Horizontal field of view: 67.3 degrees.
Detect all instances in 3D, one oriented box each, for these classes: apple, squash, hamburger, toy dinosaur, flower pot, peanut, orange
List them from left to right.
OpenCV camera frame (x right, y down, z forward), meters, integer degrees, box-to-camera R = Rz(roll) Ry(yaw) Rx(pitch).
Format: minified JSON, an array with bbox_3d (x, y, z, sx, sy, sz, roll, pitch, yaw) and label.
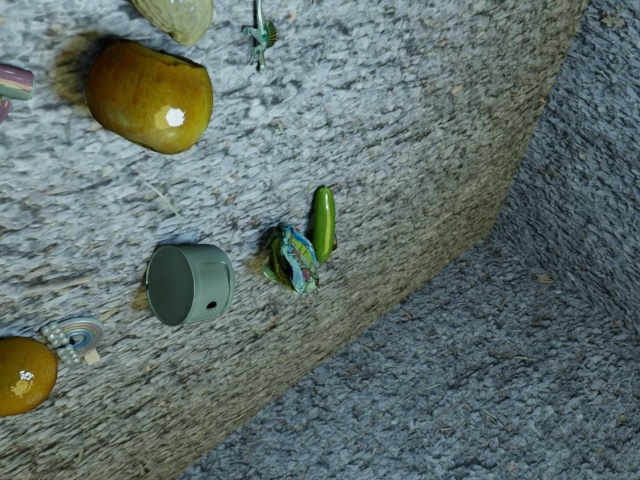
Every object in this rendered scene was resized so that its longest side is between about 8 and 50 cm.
[{"bbox_3d":[-0.752,0.333,1.180,0.206,0.206,0.206,-33,148,-24],"label":"orange"},{"bbox_3d":[-0.328,-0.287,0.951,0.237,0.237,0.207,20,90,-59],"label":"apple"},{"bbox_3d":[-0.285,-0.477,0.840,0.152,0.152,0.313,-45,151,-4],"label":"peanut"},{"bbox_3d":[-0.134,-0.486,1.138,0.106,0.044,0.187,-24,133,-57],"label":"toy dinosaur"},{"bbox_3d":[-0.115,0.074,1.644,0.150,0.260,0.276,-21,172,14],"label":"hamburger"},{"bbox_3d":[0.000,0.000,1.855,0.089,0.111,0.111,-18,141,-25],"label":"flower pot"},{"bbox_3d":[0.013,-0.058,1.750,0.082,0.082,0.292,-16,117,-43],"label":"squash"}]

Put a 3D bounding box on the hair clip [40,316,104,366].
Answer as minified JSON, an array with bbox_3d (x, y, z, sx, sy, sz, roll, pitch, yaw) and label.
[{"bbox_3d":[-0.679,0.279,1.356,0.140,0.054,0.220,-24,141,-24],"label":"hair clip"}]

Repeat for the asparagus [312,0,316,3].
[{"bbox_3d":[0.045,-0.672,1.156,0.233,0.022,0.023,-55,-166,9],"label":"asparagus"}]

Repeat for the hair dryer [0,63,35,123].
[{"bbox_3d":[-0.577,-0.238,0.848,0.106,0.054,0.154,-1,132,-47],"label":"hair dryer"}]

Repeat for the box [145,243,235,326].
[{"bbox_3d":[-0.372,0.122,1.376,0.149,0.226,0.226,-3,129,-52],"label":"box"}]
